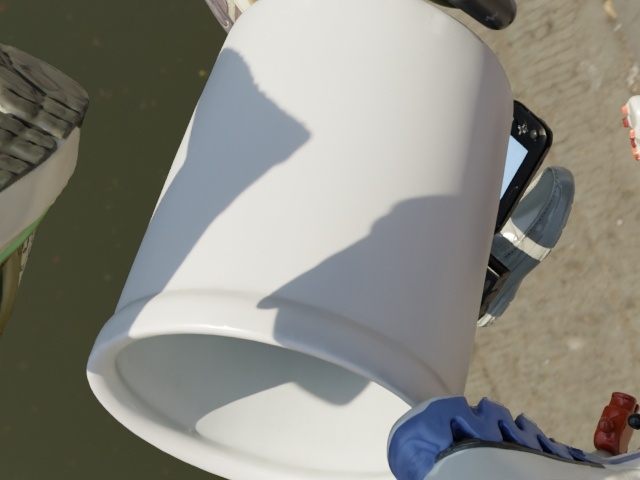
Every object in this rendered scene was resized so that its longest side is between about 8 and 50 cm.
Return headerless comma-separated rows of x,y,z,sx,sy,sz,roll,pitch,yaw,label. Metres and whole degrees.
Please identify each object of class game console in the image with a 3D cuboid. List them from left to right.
0.225,-0.054,1.826,0.213,0.044,0.361,43,125,25,game console

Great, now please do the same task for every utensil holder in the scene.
0.000,0.000,1.127,0.327,0.385,0.328,11,149,7,utensil holder

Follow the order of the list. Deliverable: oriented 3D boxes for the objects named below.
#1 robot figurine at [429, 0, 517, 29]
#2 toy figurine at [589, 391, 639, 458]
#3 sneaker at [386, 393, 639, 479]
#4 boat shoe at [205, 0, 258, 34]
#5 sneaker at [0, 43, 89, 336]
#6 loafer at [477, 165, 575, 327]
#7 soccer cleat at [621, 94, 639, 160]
0.111,-0.312,1.105,0.209,0.278,0.174,31,99,29,robot figurine
0.481,0.303,1.644,0.209,0.148,0.213,31,158,-9,toy figurine
0.201,0.234,0.871,0.315,0.182,0.127,13,124,-10,sneaker
-0.145,-0.369,1.530,0.092,0.103,0.285,-42,76,36,boat shoe
-0.232,0.076,0.554,0.158,0.410,0.182,20,134,11,sneaker
0.304,0.007,1.991,0.111,0.112,0.319,22,116,-17,loafer
0.388,-0.102,1.344,0.076,0.068,0.196,-19,141,17,soccer cleat
